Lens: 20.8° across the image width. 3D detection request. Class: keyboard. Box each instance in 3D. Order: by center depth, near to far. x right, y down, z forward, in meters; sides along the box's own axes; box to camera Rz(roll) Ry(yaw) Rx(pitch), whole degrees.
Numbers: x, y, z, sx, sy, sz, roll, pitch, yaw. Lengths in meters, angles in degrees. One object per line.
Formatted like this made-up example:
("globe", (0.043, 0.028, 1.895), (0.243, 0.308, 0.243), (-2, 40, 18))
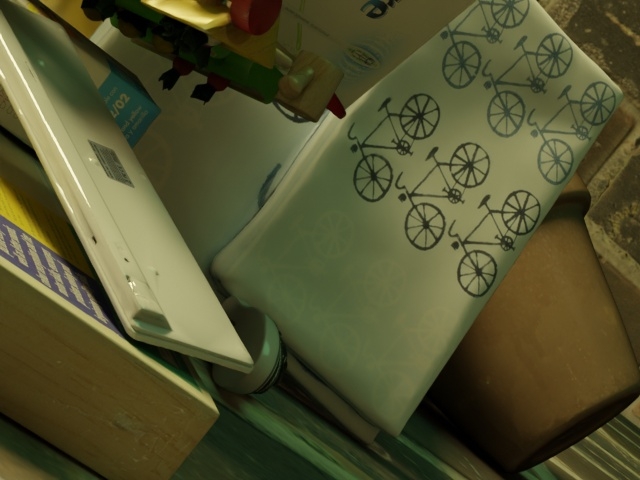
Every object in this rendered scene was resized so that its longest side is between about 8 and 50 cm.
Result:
("keyboard", (-0.104, -0.036, 0.795), (0.072, 0.014, 0.256), (30, 21, -47))

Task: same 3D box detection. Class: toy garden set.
("toy garden set", (-0.079, -0.112, 0.925), (0.204, 0.049, 0.244), (27, -5, 27))

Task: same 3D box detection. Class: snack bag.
("snack bag", (0.015, -0.089, 1.160), (0.342, 0.323, 0.037), (44, -18, -21))

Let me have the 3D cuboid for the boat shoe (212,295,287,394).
("boat shoe", (-0.039, 0.067, 1.052), (0.040, 0.049, 0.142), (38, 2, -15))

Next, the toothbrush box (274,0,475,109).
("toothbrush box", (-0.031, -0.231, 0.990), (0.283, 0.206, 0.122), (31, 47, -23))

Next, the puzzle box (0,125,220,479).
("puzzle box", (-0.210, -0.050, 0.821), (0.272, 0.052, 0.409), (38, 5, -25))

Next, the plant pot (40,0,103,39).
("plant pot", (-0.127, -0.145, 1.369), (0.254, 0.254, 0.239), (35, 22, -35))

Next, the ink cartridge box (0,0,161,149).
("ink cartridge box", (-0.180, -0.111, 0.944), (0.181, 0.061, 0.104), (37, 4, -21))

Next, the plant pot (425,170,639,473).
("plant pot", (0.171, 0.077, 1.578), (0.229, 0.263, 0.263), (58, 10, 17))
